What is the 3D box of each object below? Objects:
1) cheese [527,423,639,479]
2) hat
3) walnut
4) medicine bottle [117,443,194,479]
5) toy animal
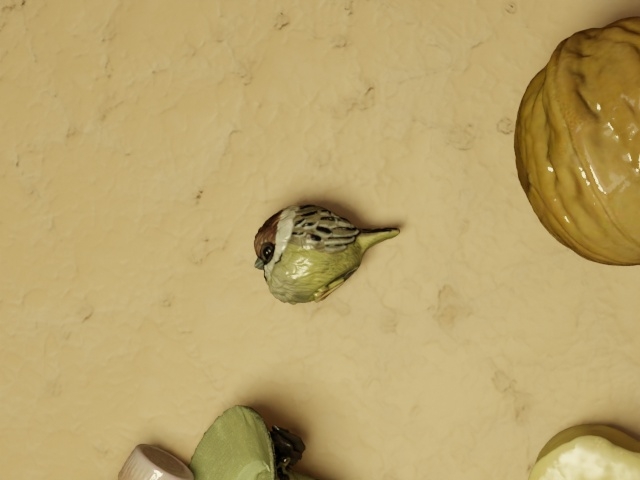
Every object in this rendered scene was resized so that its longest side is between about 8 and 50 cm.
[{"bbox_3d":[0.304,0.334,1.636,0.384,0.104,0.384,2,96,15],"label":"cheese"},{"bbox_3d":[-0.043,0.291,1.692,0.130,0.257,0.257,13,96,-23],"label":"hat"},{"bbox_3d":[0.278,-0.088,1.586,0.228,0.228,0.228,1,93,12],"label":"walnut"},{"bbox_3d":[-0.205,0.305,1.742,0.122,0.122,0.212,33,98,8],"label":"medicine bottle"},{"bbox_3d":[0.000,0.000,1.706,0.137,0.098,0.098,-34,85,-5],"label":"toy animal"}]
